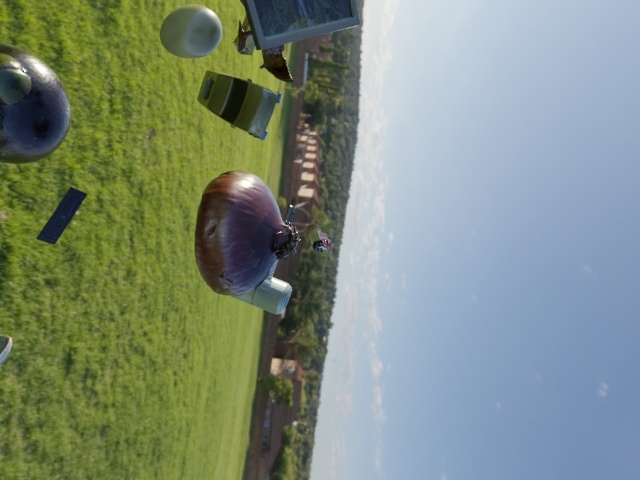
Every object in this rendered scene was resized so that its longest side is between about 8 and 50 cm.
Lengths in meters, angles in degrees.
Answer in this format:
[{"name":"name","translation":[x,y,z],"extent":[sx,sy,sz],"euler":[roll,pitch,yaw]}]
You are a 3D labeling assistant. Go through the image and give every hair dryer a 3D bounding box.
[{"name":"hair dryer","translation":[-0.141,0.044,1.327],"extent":[0.107,0.173,0.357],"euler":[80,31,-85]}]

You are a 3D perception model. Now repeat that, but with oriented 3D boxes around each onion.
[{"name":"onion","translation":[-0.186,-0.014,1.111],"extent":[0.347,0.285,0.347],"euler":[7,90,-82]}]

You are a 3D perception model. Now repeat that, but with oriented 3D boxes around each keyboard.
[{"name":"keyboard","translation":[-0.853,-0.081,1.364],"extent":[0.204,0.013,0.061],"euler":[-57,148,0]}]

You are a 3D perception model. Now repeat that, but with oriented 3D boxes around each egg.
[{"name":"egg","translation":[-0.499,-0.803,1.596],"extent":[0.186,0.242,0.186],"euler":[49,-20,25]}]

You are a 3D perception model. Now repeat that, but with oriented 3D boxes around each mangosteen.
[{"name":"mangosteen","translation":[-0.776,-0.328,1.008],"extent":[0.300,0.300,0.300],"euler":[6,90,-90]}]

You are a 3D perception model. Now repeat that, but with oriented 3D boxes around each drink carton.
[{"name":"drink carton","translation":[-0.262,-0.813,1.581],"extent":[0.200,0.074,0.084],"euler":[-71,158,-11]}]

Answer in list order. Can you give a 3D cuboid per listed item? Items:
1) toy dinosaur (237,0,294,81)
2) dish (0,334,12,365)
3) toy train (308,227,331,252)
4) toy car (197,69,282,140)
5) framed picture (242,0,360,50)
[{"name":"toy dinosaur","translation":[-0.172,-0.678,1.284],"extent":[0.113,0.207,0.327],"euler":[-99,-166,-61]},{"name":"dish","translation":[-0.768,0.252,0.852],"extent":[0.151,0.212,0.077],"euler":[-68,168,-51]},{"name":"toy train","translation":[0.000,0.000,1.622],"extent":[0.138,0.050,0.087],"euler":[14,59,-70]},{"name":"toy car","translation":[-0.181,-0.295,0.871],"extent":[0.257,0.124,0.101],"euler":[44,-65,55]},{"name":"framed picture","translation":[-0.045,-0.561,0.882],"extent":[0.324,0.020,0.240],"euler":[-32,120,-35]}]
